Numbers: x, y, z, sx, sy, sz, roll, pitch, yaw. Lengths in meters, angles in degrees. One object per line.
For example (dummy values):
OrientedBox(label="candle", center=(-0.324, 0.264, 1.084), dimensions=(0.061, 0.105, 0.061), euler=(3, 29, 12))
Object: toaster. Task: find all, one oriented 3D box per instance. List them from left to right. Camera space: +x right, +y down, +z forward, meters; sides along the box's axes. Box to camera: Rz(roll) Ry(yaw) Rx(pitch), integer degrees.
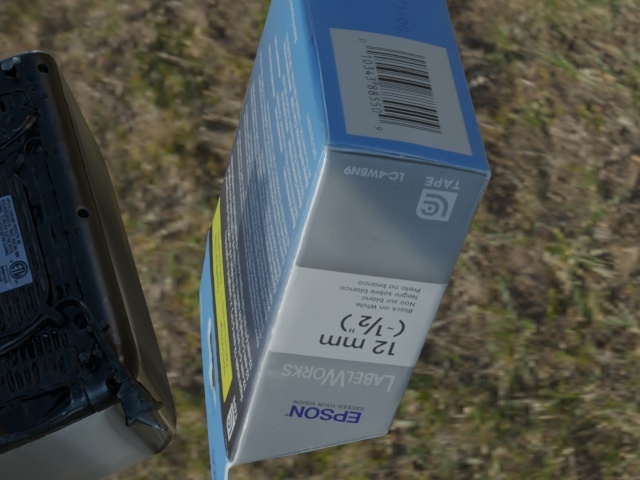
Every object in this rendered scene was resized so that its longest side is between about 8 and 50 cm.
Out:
OrientedBox(label="toaster", center=(-0.157, 0.035, 0.680), dimensions=(0.168, 0.110, 0.186), euler=(-20, 68, 1))

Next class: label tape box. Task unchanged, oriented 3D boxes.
OrientedBox(label="label tape box", center=(0.000, 0.000, 1.124), dimensions=(0.249, 0.115, 0.348), euler=(-99, 19, -48))
